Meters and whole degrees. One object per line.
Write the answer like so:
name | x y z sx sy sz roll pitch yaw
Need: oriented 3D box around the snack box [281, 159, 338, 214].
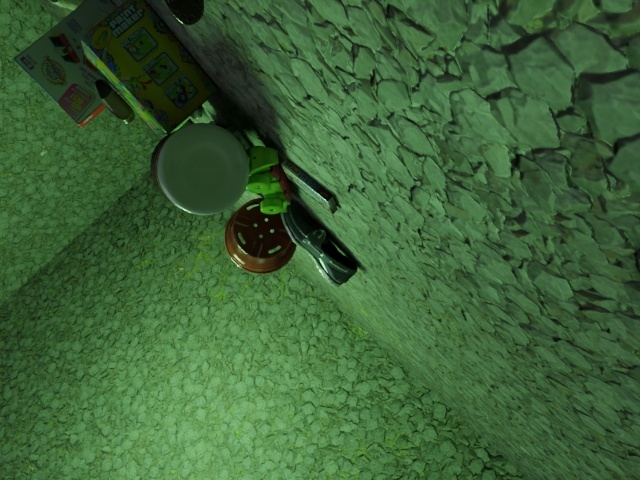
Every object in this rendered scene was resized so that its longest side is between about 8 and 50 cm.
snack box | -0.028 -0.135 1.275 0.178 0.022 0.064 41 168 28

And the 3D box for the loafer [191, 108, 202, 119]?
loafer | -0.412 -0.428 1.675 0.125 0.039 0.045 34 125 46

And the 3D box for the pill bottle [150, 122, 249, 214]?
pill bottle | -0.344 -0.197 1.391 0.224 0.224 0.392 49 169 -21

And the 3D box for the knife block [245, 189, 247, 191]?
knife block | -0.423 -0.299 2.122 0.242 0.088 0.276 35 166 45

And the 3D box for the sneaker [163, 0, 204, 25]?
sneaker | -0.246 -0.443 0.814 0.071 0.066 0.188 59 176 38

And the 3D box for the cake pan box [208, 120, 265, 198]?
cake pan box | -0.254 -0.257 1.614 0.245 0.070 0.267 29 161 53

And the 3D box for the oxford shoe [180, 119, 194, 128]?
oxford shoe | -0.534 -0.457 2.043 0.212 0.076 0.076 48 -159 -30

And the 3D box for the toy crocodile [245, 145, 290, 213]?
toy crocodile | -0.134 -0.164 1.408 0.340 0.105 0.115 65 -160 -67

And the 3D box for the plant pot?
plant pot | -0.200 -0.025 1.763 0.272 0.272 0.265 45 169 -2

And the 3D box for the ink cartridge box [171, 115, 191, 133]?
ink cartridge box | -0.483 -0.432 1.650 0.189 0.097 0.255 58 -165 26

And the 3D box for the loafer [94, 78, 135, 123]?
loafer | -0.575 -0.385 1.404 0.148 0.056 0.050 46 178 -3

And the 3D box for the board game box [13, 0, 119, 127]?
board game box | -0.663 -0.523 1.471 0.242 0.316 0.064 48 171 -12

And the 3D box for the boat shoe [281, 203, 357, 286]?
boat shoe | 0.000 0.000 1.629 0.099 0.116 0.320 -33 97 37

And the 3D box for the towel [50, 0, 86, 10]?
towel | -0.892 -0.858 1.668 0.282 0.049 0.187 44 -161 2

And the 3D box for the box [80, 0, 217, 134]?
box | -0.451 -0.439 1.328 0.279 0.177 0.290 49 171 -25
